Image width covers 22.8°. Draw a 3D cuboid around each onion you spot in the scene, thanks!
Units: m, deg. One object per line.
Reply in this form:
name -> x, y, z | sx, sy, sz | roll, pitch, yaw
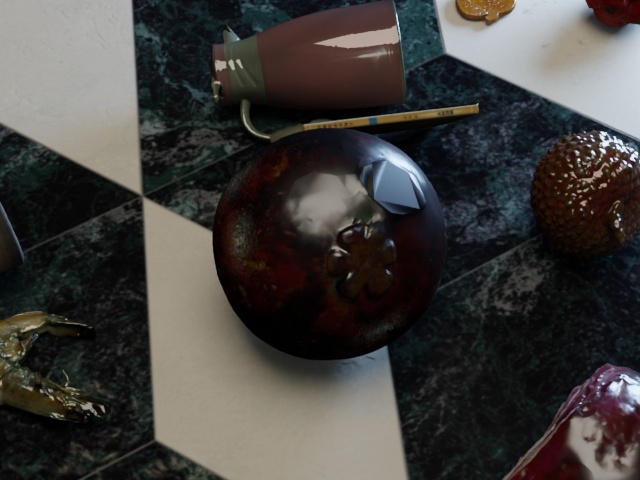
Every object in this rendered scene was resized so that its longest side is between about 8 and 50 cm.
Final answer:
onion -> 0.369, 0.278, 1.830 | 0.280, 0.146, 0.314 | 34, 56, 16

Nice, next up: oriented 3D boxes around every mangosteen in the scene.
mangosteen -> 0.006, -0.002, 1.941 | 0.311, 0.311, 0.311 | 1, 54, -1

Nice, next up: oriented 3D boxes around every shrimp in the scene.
shrimp -> -0.337, 0.152, 1.956 | 0.217, 0.051, 0.150 | 21, 49, 17

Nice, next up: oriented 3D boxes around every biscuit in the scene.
biscuit -> 0.246, -0.351, 2.355 | 0.091, 0.015, 0.078 | -6, 56, -6

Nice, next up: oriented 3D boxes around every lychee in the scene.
lychee -> 0.353, -0.056, 2.055 | 0.165, 0.165, 0.197 | -20, 30, -16

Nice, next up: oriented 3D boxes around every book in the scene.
book -> 0.068, -0.153, 2.110 | 0.241, 0.170, 0.018 | -7, 91, -16

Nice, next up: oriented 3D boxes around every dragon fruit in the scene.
dragon fruit -> 0.449, -0.376, 2.321 | 0.142, 0.121, 0.130 | 3, 84, -30

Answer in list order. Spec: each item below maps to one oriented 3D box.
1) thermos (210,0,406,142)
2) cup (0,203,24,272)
thermos -> -0.018, -0.231, 2.195 | 0.265, 0.146, 0.176 | -9, 81, 1
cup -> -0.547, -0.035, 2.001 | 0.257, 0.227, 0.301 | -25, 30, -14
